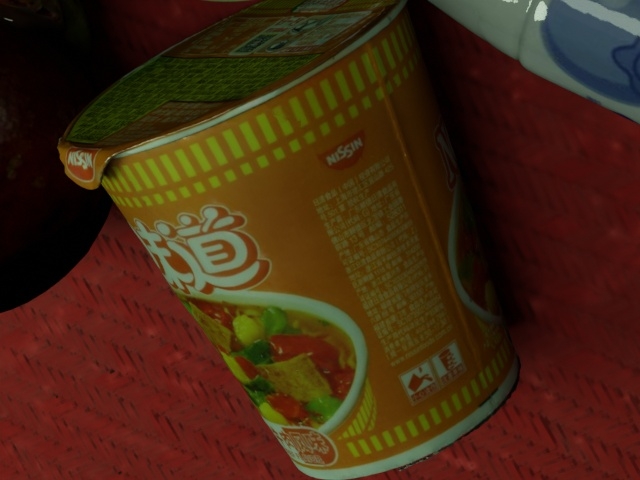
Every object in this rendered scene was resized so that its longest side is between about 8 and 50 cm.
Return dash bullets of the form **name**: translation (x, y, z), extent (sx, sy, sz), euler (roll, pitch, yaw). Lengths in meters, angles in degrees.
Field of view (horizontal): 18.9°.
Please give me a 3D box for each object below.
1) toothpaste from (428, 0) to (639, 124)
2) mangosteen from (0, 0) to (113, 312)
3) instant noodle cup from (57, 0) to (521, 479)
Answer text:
- **toothpaste**: translation (0.211, -0.043, 0.749), extent (0.371, 0.125, 0.080), euler (30, 82, 13)
- **mangosteen**: translation (-0.175, -0.060, 0.897), extent (0.199, 0.200, 0.200), euler (10, 115, 23)
- **instant noodle cup**: translation (0.000, 0.000, 0.843), extent (0.168, 0.168, 0.185), euler (-15, 111, 31)
